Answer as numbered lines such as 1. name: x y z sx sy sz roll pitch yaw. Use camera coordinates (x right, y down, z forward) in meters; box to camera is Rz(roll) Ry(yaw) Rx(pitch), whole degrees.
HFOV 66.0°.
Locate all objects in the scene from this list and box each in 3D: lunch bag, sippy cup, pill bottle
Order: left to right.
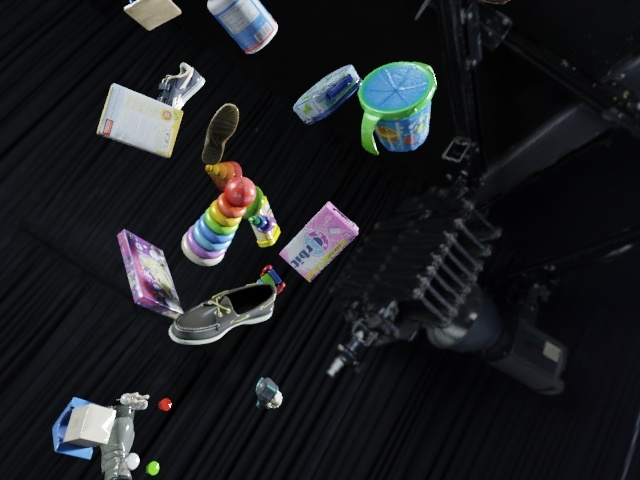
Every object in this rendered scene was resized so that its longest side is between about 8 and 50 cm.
1. pill bottle: -0.232 -0.644 1.368 0.124 0.124 0.221 11 -27 49
2. lunch bag: 0.025 -0.483 1.636 0.090 0.219 0.176 51 -24 -20
3. sippy cup: 0.259 -0.417 1.606 0.224 0.306 0.240 63 9 -54

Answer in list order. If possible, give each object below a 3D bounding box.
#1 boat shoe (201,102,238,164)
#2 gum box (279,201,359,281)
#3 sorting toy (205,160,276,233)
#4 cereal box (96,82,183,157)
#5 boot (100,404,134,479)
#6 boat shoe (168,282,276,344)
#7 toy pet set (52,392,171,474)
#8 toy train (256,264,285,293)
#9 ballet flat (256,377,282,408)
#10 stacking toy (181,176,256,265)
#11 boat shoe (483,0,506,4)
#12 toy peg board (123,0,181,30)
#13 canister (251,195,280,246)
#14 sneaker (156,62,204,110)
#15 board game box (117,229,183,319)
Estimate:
1. boat shoe: -0.219 -0.233 1.052 0.056 0.049 0.152 14 -51 -30
2. gum box: 0.000 0.000 1.253 0.107 0.188 0.062 43 17 -4
3. sorting toy: -0.297 -0.163 1.723 0.365 0.127 0.126 49 15 28
4. cereal box: -0.605 -0.398 1.661 0.240 0.172 0.047 18 -5 -30
5. boot: -0.437 0.451 1.035 0.084 0.161 0.246 4 -31 -24
6. boat shoe: -0.185 0.135 0.962 0.081 0.228 0.068 45 -50 29
7. toy pet set: -0.255 0.243 0.594 0.065 0.122 0.114 -24 -44 32
8. toy train: -0.235 0.195 1.950 0.105 0.143 0.248 52 -19 5
9. ballet flat: -0.142 0.437 1.375 0.074 0.074 0.203 30 -28 11
10. stacking toy: -0.294 -0.063 1.478 0.141 0.141 0.330 37 -51 -8
11. boat shoe: 0.324 -0.563 1.073 0.207 0.073 0.073 18 -2 -5
12. toy peg board: -0.665 -0.928 1.934 0.161 0.161 0.079 14 55 -75
13. canister: -0.230 -0.077 1.967 0.074 0.126 0.169 -8 -59 20
14. sneaker: -0.645 -0.620 2.112 0.126 0.321 0.127 14 -26 50
15. board game box: -0.641 0.126 1.850 0.208 0.056 0.346 35 18 -51
